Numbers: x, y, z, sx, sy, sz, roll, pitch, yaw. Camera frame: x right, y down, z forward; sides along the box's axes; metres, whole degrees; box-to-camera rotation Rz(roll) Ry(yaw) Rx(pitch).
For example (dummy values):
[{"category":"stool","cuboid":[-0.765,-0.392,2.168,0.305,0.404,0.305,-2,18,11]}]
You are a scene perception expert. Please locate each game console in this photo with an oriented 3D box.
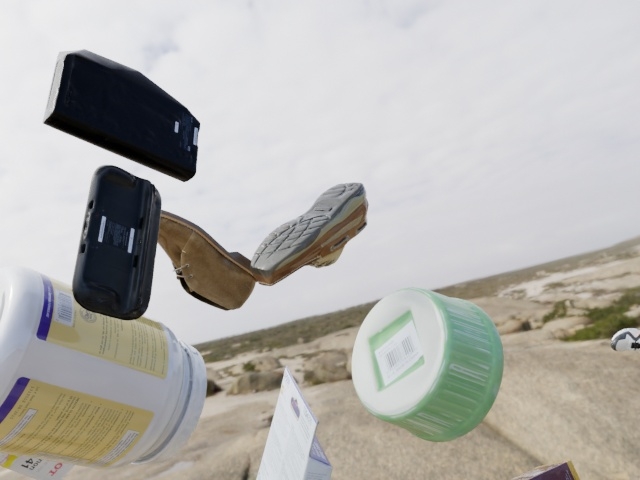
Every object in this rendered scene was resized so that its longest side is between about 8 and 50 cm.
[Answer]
[{"category":"game console","cuboid":[-0.270,-0.078,0.722,0.044,0.361,0.213,-21,-31,38]}]

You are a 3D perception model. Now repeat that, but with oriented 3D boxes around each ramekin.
[{"category":"ramekin","cuboid":[0.202,0.243,1.107,0.148,0.303,0.303,26,-32,-31]}]

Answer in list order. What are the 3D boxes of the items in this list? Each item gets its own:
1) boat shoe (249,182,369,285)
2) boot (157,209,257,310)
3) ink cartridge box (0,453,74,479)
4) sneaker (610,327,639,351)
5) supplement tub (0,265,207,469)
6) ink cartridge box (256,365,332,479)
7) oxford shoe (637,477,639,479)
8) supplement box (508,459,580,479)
[{"category":"boat shoe","cuboid":[0.000,0.000,1.123,0.123,0.120,0.324,10,40,47]},{"category":"boot","cuboid":[-0.263,0.037,1.082,0.305,0.115,0.112,35,-21,-21]},{"category":"ink cartridge box","cuboid":[-0.581,0.319,1.073,0.226,0.306,0.131,-47,37,-7]},{"category":"sneaker","cuboid":[0.582,0.182,0.975,0.109,0.040,0.043,-12,25,2]},{"category":"supplement tub","cuboid":[-0.361,0.203,0.806,0.241,0.241,0.331,-21,-38,31]},{"category":"ink cartridge box","cuboid":[-0.058,0.493,1.205,0.071,0.330,0.324,15,3,-16]},{"category":"oxford shoe","cuboid":[0.607,0.426,0.760,0.130,0.123,0.348,-24,19,-16]},{"category":"supplement box","cuboid":[0.590,0.706,1.410,0.194,0.191,0.129,-6,-25,-30]}]
